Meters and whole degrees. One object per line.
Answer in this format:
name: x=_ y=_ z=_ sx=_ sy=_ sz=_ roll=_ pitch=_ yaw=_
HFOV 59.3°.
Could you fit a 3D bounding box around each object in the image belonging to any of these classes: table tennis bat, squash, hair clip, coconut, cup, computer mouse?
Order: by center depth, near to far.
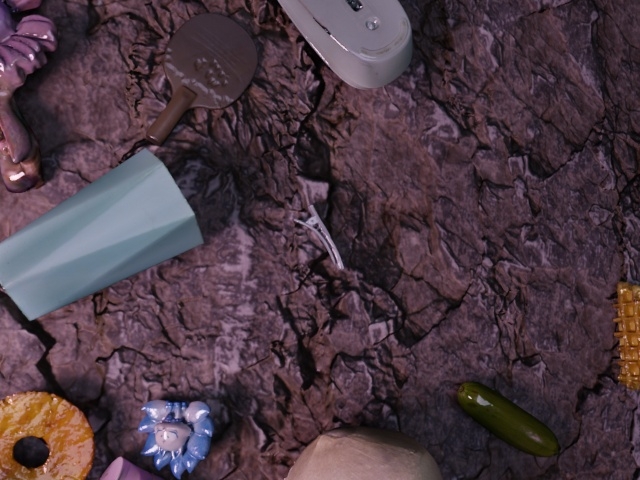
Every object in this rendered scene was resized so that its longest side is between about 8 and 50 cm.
hair clip: x=-0.416 y=-0.213 z=0.723 sx=0.173 sy=0.069 sz=0.300 roll=-16 pitch=91 yaw=-21
cup: x=-0.291 y=-0.005 z=0.729 sx=0.235 sy=0.148 sz=0.134 roll=-30 pitch=123 yaw=-17
coconut: x=0.062 y=0.371 z=0.775 sx=0.245 sy=0.245 sz=0.247 roll=-18 pitch=90 yaw=-21
table tennis bat: x=-0.185 y=-0.240 z=0.844 sx=0.131 sy=0.022 sz=0.234 roll=36 pitch=72 yaw=-16
hair clip: x=0.000 y=0.000 z=0.891 sx=0.039 sy=0.030 sz=0.115 roll=-32 pitch=96 yaw=-1
computer mouse: x=0.027 y=-0.367 z=0.895 sx=0.159 sy=0.097 sz=0.288 roll=-41 pitch=89 yaw=-17
squash: x=0.336 y=0.320 z=0.974 sx=0.252 sy=0.066 sz=0.066 roll=34 pitch=75 yaw=-15

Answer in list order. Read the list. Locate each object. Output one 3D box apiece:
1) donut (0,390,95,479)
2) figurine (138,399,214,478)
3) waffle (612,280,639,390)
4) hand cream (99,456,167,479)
donut: x=-0.363 y=0.260 z=0.706 sx=0.152 sy=0.058 sz=0.152 roll=4 pitch=82 yaw=-27
figurine: x=-0.195 y=0.270 z=0.765 sx=0.114 sy=0.079 sz=0.114 roll=-1 pitch=80 yaw=5
waffle: x=0.607 y=0.187 z=1.082 sx=0.046 sy=0.160 sz=0.192 roll=6 pitch=113 yaw=-27
hand cream: x=-0.167 y=0.410 z=0.774 sx=0.312 sy=0.070 sz=0.111 roll=39 pitch=71 yaw=-18
